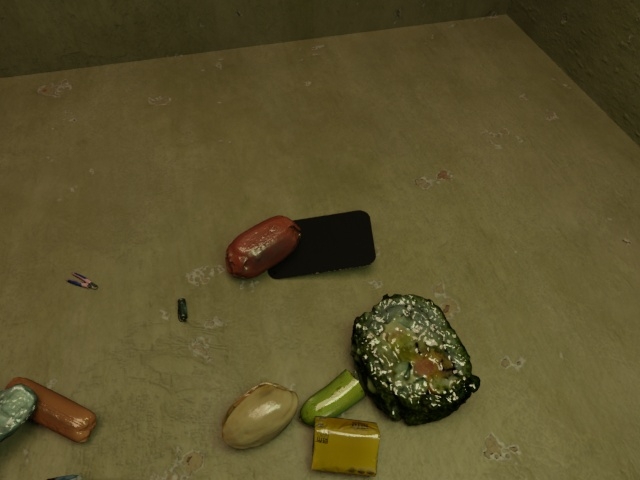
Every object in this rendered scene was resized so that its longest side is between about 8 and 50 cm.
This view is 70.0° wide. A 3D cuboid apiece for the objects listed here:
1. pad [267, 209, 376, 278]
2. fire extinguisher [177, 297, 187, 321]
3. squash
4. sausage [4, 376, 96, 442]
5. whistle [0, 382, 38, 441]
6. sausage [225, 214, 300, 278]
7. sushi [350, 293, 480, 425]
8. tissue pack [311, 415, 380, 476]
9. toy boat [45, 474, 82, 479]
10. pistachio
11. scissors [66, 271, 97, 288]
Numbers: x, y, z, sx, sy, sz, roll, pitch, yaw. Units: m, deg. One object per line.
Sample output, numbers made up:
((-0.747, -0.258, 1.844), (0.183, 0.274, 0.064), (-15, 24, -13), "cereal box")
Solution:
((0.000, -0.001, 1.635), (0.376, 0.063, 0.314), (-8, 54, 6), "pad")
((-0.440, 0.227, 1.454), (0.038, 0.025, 0.083), (-35, 53, 20), "fire extinguisher")
((0.028, 0.447, 1.262), (0.188, 0.095, 0.095), (-32, 60, -18), "squash")
((-0.736, 0.455, 1.238), (0.289, 0.086, 0.086), (19, 55, 14), "sausage")
((-0.869, 0.508, 1.141), (0.189, 0.189, 0.348), (34, 63, 22), "whistle")
((-0.191, 0.021, 1.529), (0.280, 0.152, 0.152), (-33, 60, -20), "sausage")
((0.242, 0.332, 1.290), (0.295, 0.178, 0.351), (-17, 56, -14), "sushi")
((0.062, 0.527, 1.173), (0.170, 0.082, 0.119), (6, 96, 3), "tissue pack")
((-0.648, 0.689, 1.035), (0.143, 0.129, 0.309), (9, 54, 24), "toy boat")
((-0.159, 0.464, 1.218), (0.215, 0.143, 0.143), (-30, 59, -10), "pistachio")
((-0.789, 0.138, 1.519), (0.114, 0.012, 0.039), (20, 55, 13), "scissors")
